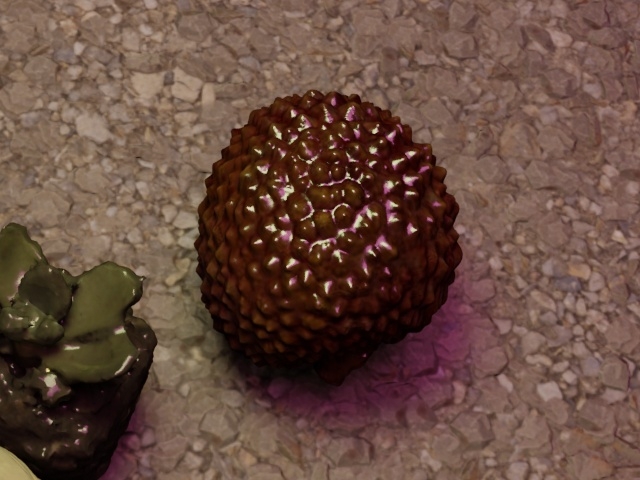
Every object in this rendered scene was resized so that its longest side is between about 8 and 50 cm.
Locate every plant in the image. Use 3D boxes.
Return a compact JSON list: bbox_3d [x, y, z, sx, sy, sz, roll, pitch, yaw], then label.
[{"bbox_3d":[-0.288,0.124,1.626,0.215,0.312,0.213,27,63,1],"label":"plant"}]

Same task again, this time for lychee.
[{"bbox_3d":[0.000,0.000,1.747,0.306,0.306,0.330,-15,98,-19],"label":"lychee"}]

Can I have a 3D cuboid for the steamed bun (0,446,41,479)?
[{"bbox_3d":[-0.363,0.282,1.526,0.276,0.289,0.203,23,57,11],"label":"steamed bun"}]
